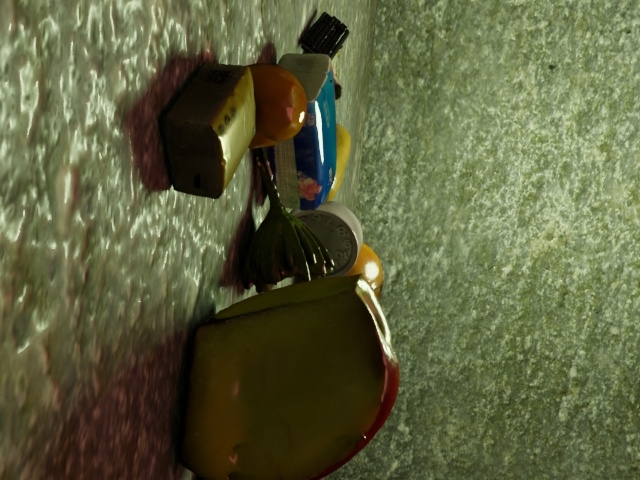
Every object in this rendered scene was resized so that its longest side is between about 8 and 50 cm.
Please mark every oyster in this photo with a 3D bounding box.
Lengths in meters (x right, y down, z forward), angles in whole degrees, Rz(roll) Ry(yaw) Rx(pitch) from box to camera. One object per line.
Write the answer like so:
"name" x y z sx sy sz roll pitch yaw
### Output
"oyster" 0.015 -0.427 1.685 0.259 0.092 0.198 -86 -177 -86

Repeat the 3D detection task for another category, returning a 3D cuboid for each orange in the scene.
"orange" 0.065 0.111 1.882 0.246 0.246 0.246 7 90 -81

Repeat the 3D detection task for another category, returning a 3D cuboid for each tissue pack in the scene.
"tissue pack" -0.144 -0.152 0.862 0.169 0.082 0.120 -74 168 -48
"tissue pack" -0.037 -0.222 1.320 0.209 0.137 0.269 -71 166 -47

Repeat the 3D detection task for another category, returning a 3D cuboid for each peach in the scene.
"peach" -0.094 -0.212 0.993 0.138 0.138 0.138 7 90 -81
"peach" -0.056 0.231 1.035 0.242 0.381 0.306 7 64 -80

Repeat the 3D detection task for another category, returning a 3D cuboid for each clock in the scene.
"clock" 0.000 0.000 1.531 0.068 0.197 0.196 -66 161 -59

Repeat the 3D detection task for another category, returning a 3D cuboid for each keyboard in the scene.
"keyboard" 0.013 -0.509 1.580 0.025 0.094 0.230 -48 -168 39

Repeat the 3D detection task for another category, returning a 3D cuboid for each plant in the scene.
"plant" -0.059 -0.050 1.257 0.251 0.180 0.333 -103 -165 -85

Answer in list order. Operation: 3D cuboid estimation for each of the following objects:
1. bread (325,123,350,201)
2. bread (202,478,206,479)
"bread" 0.033 -0.236 1.928 0.305 0.091 0.142 -73 172 -46
"bread" -0.137 0.490 1.187 0.270 0.148 0.269 7 90 -81
